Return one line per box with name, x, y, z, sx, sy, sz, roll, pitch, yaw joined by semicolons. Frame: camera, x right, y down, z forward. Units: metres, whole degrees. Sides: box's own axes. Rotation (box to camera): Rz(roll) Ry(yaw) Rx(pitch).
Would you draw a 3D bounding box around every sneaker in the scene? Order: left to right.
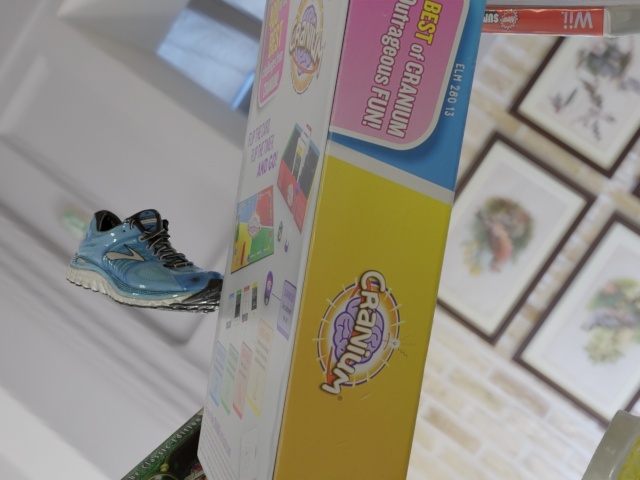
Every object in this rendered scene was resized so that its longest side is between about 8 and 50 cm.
sneaker;-0.135;0.012;0.933;0.162;0.073;0.063;15;-177;39

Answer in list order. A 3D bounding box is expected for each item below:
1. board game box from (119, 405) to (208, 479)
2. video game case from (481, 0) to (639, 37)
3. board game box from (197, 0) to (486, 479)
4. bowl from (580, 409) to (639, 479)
board game box;-0.148;0.276;1.191;0.030;0.260;0.136;10;132;50
video game case;0.185;-0.193;1.047;0.204;0.025;0.285;-12;-164;-41
board game box;0.000;0.000;0.659;0.064;0.316;0.242;8;-176;-13
bowl;0.320;0.239;1.119;0.156;0.289;0.289;27;-172;18
